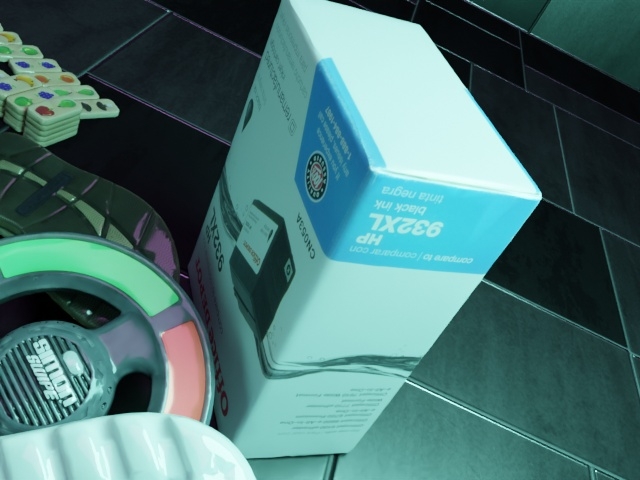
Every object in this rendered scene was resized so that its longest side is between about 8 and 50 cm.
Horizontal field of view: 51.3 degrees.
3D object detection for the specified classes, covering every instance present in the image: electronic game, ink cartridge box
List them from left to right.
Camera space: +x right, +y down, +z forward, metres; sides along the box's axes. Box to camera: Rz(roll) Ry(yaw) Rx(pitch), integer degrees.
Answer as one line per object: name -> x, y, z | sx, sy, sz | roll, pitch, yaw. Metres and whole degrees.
electronic game -> -0.187, 0.099, 0.455 | 0.229, 0.048, 0.229 | 6, 63, -12
ink cartridge box -> 0.000, 0.000, 0.541 | 0.129, 0.307, 0.223 | 5, 43, -26

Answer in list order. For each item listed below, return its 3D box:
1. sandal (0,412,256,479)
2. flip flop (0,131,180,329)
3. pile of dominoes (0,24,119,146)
sandal -> -0.238, 0.180, 0.340 | 0.416, 0.102, 0.169 | 1, 66, -12
flip flop -> -0.228, -0.004, 0.591 | 0.277, 0.080, 0.112 | 30, 57, 23
pile of dominoes -> -0.378, -0.199, 0.757 | 0.251, 0.040, 0.196 | 36, 37, 9
